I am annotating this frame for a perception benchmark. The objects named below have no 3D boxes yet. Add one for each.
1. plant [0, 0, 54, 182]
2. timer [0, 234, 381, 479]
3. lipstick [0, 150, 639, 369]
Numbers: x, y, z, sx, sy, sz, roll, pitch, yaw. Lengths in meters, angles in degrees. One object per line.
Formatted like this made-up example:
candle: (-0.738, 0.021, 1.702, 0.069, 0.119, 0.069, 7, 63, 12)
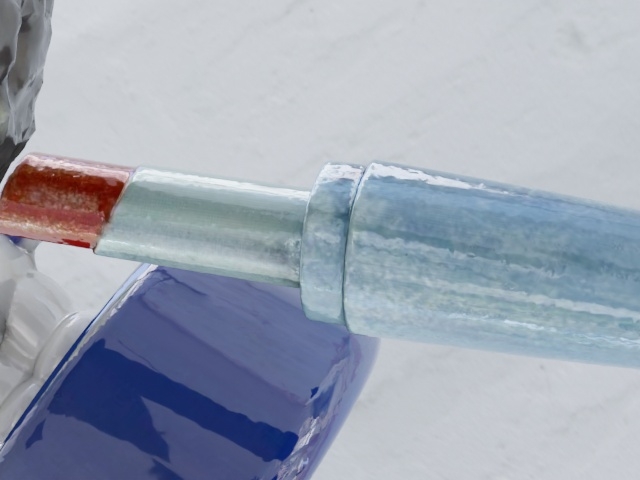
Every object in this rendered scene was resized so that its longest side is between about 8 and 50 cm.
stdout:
plant: (-0.193, -0.103, 0.325, 0.215, 0.312, 0.213, 2, -101, 2)
timer: (-0.189, 0.054, 0.712, 0.383, 0.270, 0.270, 34, -96, 0)
lipstick: (0.000, 0.000, 0.497, 0.274, 0.068, 0.061, 9, -138, 11)
